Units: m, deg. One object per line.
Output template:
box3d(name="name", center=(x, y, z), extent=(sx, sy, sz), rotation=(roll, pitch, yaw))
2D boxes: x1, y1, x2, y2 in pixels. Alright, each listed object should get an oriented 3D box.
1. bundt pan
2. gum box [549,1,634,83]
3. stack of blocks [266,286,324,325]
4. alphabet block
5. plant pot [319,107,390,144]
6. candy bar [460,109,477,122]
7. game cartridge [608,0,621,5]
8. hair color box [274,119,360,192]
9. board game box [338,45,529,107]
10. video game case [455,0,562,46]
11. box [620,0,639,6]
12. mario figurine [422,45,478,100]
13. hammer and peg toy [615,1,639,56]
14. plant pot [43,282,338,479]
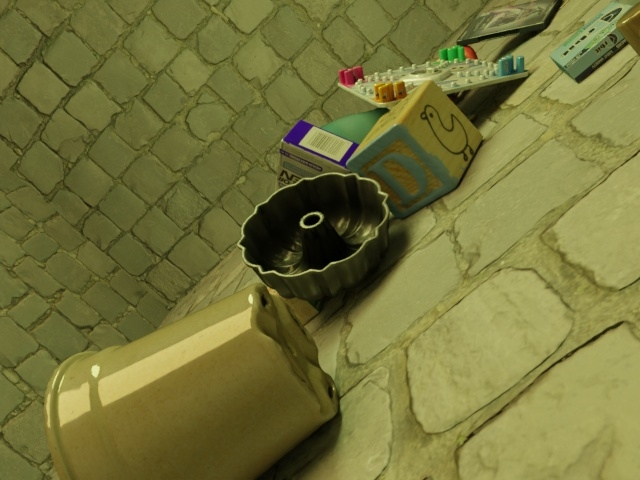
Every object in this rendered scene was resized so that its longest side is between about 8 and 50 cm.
box3d(name="bundt pan", center=(0.000, 0.000, 1.252), extent=(0.331, 0.124, 0.330), rotation=(-14, 39, 11))
box3d(name="gum box", center=(0.542, -0.393, 1.160), extent=(0.157, 0.041, 0.184), rotation=(-40, 13, 25))
box3d(name="stack of blocks", center=(-0.118, 0.179, 1.407), extent=(0.297, 0.087, 0.171), rotation=(-41, 12, 24))
box3d(name="alphabet block", center=(0.209, -0.199, 1.311), extent=(0.193, 0.192, 0.197), rotation=(-30, 20, 49))
box3d(name="plant pot", center=(0.118, -0.252, 1.714), extent=(0.255, 0.271, 0.271), rotation=(-32, 10, -2))
box3d(name="candy bar", center=(0.384, -0.326, 1.574), extent=(0.040, 0.018, 0.161), rotation=(-43, 12, 12))
box3d(name="game cartridge", center=(0.657, -0.525, 1.285), extent=(0.056, 0.017, 0.083), rotation=(-31, 18, 42))
box3d(name="hair color box", center=(-0.014, -0.115, 1.490), extent=(0.110, 0.185, 0.338), rotation=(-56, -14, -38))
box3d(name="board game box", center=(0.277, -0.446, 1.563), extent=(0.390, 0.050, 0.390), rotation=(-15, 25, -9))
box3d(name="video game case", center=(0.577, -0.673, 1.810), extent=(0.274, 0.026, 0.196), rotation=(1, 41, 41))
box3d(name="box", center=(0.654, -0.566, 1.038), extent=(0.215, 0.168, 0.345), rotation=(-43, 10, 12))
box3d(name="mario figurine", center=(0.370, -0.498, 1.873), extent=(0.320, 0.170, 0.198), rotation=(-49, 9, -11))
box3d(name="hammer and peg toy", center=(0.498, -0.262, 0.612), extent=(0.361, 0.127, 0.266), rotation=(-32, 19, 51))
box3d(name="plant pot", center=(-0.157, 0.230, 0.860), extent=(0.306, 0.333, 0.334), rotation=(-34, 12, 6))
